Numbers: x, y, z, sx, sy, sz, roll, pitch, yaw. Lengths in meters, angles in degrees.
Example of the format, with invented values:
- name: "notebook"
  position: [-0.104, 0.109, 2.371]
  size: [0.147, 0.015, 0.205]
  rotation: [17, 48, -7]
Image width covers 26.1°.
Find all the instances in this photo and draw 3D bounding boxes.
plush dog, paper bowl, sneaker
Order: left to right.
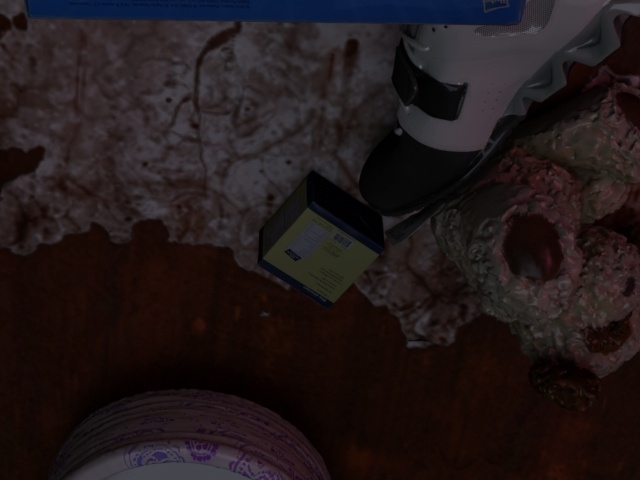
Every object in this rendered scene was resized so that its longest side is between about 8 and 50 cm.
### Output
- name: "paper bowl"
  position: [-0.129, 0.265, 1.360]
  size: [0.284, 0.148, 0.284]
  rotation: [0, 123, 0]
- name: "sneaker"
  position: [0.108, -0.152, 1.090]
  size: [0.146, 0.122, 0.330]
  rotation: [31, 129, -18]
- name: "plush dog"
  position: [0.198, 0.024, 1.188]
  size: [0.210, 0.262, 0.225]
  rotation: [-13, 118, 48]

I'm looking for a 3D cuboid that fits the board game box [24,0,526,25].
- name: "board game box"
  position: [-0.027, -0.249, 0.939]
  size: [0.308, 0.302, 0.086]
  rotation: [1, 123, 0]

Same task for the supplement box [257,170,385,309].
- name: "supplement box"
  position: [0.000, 0.000, 1.244]
  size: [0.083, 0.056, 0.083]
  rotation: [33, 117, -19]
